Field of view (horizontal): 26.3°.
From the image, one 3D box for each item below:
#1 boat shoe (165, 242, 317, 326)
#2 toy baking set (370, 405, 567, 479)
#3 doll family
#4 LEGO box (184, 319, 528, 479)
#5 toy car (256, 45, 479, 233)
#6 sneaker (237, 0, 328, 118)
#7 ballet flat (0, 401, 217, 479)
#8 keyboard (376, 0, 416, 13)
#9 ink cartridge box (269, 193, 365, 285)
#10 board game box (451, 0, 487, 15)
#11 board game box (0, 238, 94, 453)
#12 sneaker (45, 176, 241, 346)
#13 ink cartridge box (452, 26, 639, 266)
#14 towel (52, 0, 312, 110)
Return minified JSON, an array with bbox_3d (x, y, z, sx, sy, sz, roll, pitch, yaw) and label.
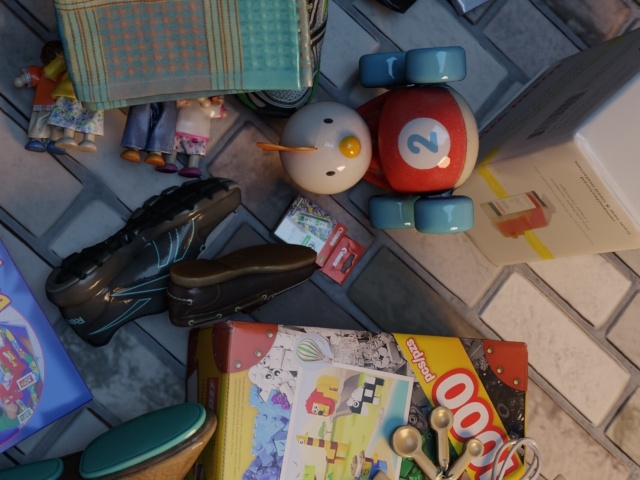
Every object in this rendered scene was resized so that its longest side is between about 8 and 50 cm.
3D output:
[{"bbox_3d":[-0.094,0.052,1.633,0.207,0.073,0.073,-11,114,-34],"label":"boat shoe"},{"bbox_3d":[0.165,0.297,1.532,0.256,0.030,0.197,22,76,-16],"label":"toy baking set"},{"bbox_3d":[-0.225,-0.177,1.620,0.263,0.118,0.163,9,81,-16],"label":"doll family"},{"bbox_3d":[0.031,0.357,1.599,0.372,0.193,0.500,5,82,-18],"label":"LEGO box"},{"bbox_3d":[0.044,-0.113,1.636,0.238,0.210,0.219,-7,97,-28],"label":"toy car"},{"bbox_3d":[-0.047,-0.319,1.681,0.134,0.146,0.344,4,83,-17],"label":"sneaker"},{"bbox_3d":[-0.256,0.286,1.523,0.342,0.116,0.124,-21,110,5],"label":"ballet flat"},{"bbox_3d":[0.126,-0.457,1.800,0.201,0.033,0.317,47,66,-11],"label":"keyboard"},{"bbox_3d":[0.000,0.000,1.718,0.115,0.029,0.063,35,75,-10],"label":"ink cartridge box"},{"bbox_3d":[0.202,-0.358,1.831,0.090,0.020,0.090,-30,91,-19],"label":"board game box"},{"bbox_3d":[-0.445,0.089,1.539,0.233,0.078,0.347,-30,93,-19],"label":"board game box"},{"bbox_3d":[-0.199,0.020,1.633,0.267,0.101,0.106,-35,116,-19],"label":"sneaker"},{"bbox_3d":[0.341,-0.120,1.658,0.279,0.384,0.160,-42,100,-18],"label":"ink cartridge box"},{"bbox_3d":[-0.152,-0.292,1.422,0.271,0.370,0.040,-5,45,-1],"label":"towel"}]
